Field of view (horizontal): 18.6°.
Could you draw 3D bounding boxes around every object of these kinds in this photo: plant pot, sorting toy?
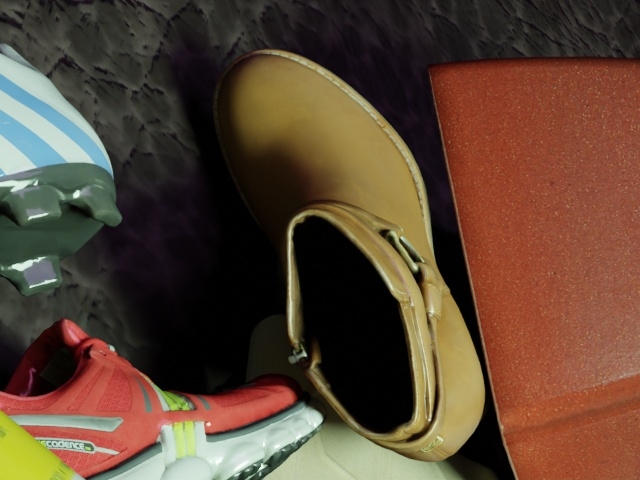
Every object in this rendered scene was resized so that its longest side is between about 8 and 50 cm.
[{"bbox_3d":[0.224,0.032,1.280,0.267,0.236,0.267,66,13,-60],"label":"plant pot"},{"bbox_3d":[0.027,0.168,1.166,0.208,0.038,0.193,37,38,-29],"label":"sorting toy"}]

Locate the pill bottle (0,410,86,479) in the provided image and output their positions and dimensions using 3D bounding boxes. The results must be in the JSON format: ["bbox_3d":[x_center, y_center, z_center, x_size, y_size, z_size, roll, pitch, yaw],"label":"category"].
[{"bbox_3d":[-0.209,0.098,0.662,0.334,0.188,0.188,40,33,-3],"label":"pill bottle"}]

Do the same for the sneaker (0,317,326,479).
[{"bbox_3d":[-0.095,0.089,0.978,0.118,0.107,0.279,57,26,12],"label":"sneaker"}]

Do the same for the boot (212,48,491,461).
[{"bbox_3d":[0.000,0.000,1.118,0.283,0.109,0.220,66,11,9],"label":"boot"}]

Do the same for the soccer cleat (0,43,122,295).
[{"bbox_3d":[-0.231,-0.048,0.889,0.331,0.116,0.143,6,45,-58],"label":"soccer cleat"}]
